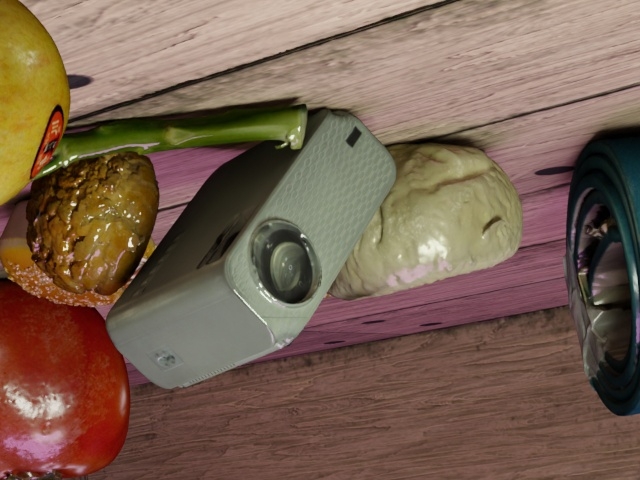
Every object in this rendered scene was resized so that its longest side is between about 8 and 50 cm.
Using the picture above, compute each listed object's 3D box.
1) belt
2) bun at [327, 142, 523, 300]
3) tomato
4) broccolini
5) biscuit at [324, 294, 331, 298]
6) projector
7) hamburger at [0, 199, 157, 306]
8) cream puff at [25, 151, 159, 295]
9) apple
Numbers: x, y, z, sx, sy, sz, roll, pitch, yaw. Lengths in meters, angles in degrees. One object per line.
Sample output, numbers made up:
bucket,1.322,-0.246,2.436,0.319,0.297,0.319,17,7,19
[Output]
belt,0.373,0.037,1.950,0.173,0.300,0.436,-6,171,1
bun,0.089,-0.026,1.856,0.244,0.153,0.244,-19,-173,2
tomato,-0.425,0.203,2.471,0.293,0.290,0.325,-5,169,-20
broccolini,-0.205,-0.071,1.592,0.392,0.074,0.079,-6,178,6
biscuit,0.000,-0.001,2.054,0.220,0.033,0.220,-4,141,-3
projector,-0.060,0.009,1.654,0.198,0.108,0.250,-26,-157,46
hamburger,-0.266,0.015,1.962,0.173,0.116,0.210,-3,171,-3
cream puff,-0.223,-0.023,1.695,0.115,0.150,0.165,15,127,-21
apple,-0.253,-0.091,1.144,0.182,0.182,0.155,-13,-176,34
